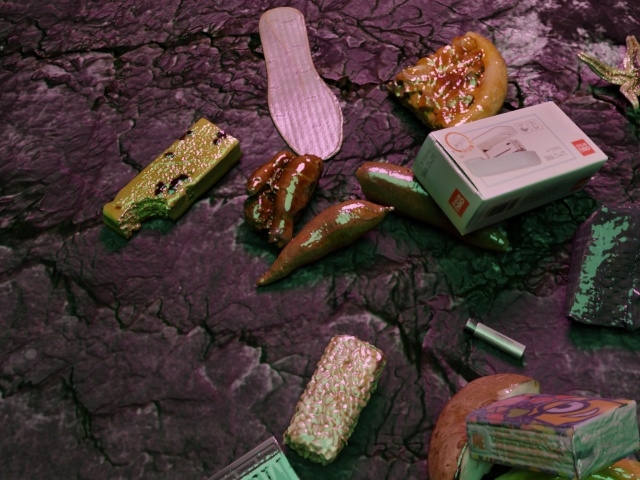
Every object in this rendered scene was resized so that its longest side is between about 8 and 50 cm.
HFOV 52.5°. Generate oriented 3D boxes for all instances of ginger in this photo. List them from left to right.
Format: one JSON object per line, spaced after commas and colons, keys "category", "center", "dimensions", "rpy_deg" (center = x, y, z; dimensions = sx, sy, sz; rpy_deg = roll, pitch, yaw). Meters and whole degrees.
{"category": "ginger", "center": [-0.065, -0.072, 0.968], "dimensions": [0.103, 0.073, 0.162], "rpy_deg": [18, 65, 11]}

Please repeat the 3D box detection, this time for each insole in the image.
{"category": "insole", "center": [-0.040, -0.276, 1.111], "dimensions": [0.118, 0.009, 0.349], "rpy_deg": [-12, 63, -4]}

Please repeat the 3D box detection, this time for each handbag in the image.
{"category": "handbag", "center": [0.469, 0.043, 0.900], "dimensions": [0.270, 0.089, 0.175], "rpy_deg": [2, 71, 3]}

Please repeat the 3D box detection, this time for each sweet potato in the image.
{"category": "sweet potato", "center": [-0.001, -0.005, 0.941], "dimensions": [0.226, 0.068, 0.068], "rpy_deg": [-30, 65, 1]}
{"category": "sweet potato", "center": [0.167, -0.055, 0.960], "dimensions": [0.243, 0.077, 0.077], "rpy_deg": [23, 65, 6]}

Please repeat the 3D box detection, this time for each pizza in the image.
{"category": "pizza", "center": [0.203, -0.256, 1.050], "dimensions": [0.197, 0.058, 0.292], "rpy_deg": [8, 52, 19]}

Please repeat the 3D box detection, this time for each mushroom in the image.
{"category": "mushroom", "center": [0.184, 0.236, 0.792], "dimensions": [0.210, 0.094, 0.072], "rpy_deg": [-45, 108, -22]}

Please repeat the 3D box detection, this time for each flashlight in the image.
{"category": "flashlight", "center": [0.236, 0.133, 0.884], "dimensions": [0.083, 0.018, 0.018], "rpy_deg": [27, 66, 14]}

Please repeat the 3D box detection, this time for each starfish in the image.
{"category": "starfish", "center": [0.529, -0.275, 1.077], "dimensions": [0.223, 0.050, 0.217], "rpy_deg": [19, 57, -2]}

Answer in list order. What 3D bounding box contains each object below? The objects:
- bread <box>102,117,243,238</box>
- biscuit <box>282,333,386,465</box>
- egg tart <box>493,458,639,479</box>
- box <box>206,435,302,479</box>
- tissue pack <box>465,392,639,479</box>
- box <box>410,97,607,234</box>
{"category": "bread", "center": [-0.225, -0.090, 0.994], "dimensions": [0.088, 0.049, 0.226], "rpy_deg": [35, 69, 18]}
{"category": "biscuit", "center": [0.020, 0.200, 0.825], "dimensions": [0.082, 0.070, 0.169], "rpy_deg": [26, 64, 7]}
{"category": "egg tart", "center": [0.278, 0.398, 0.679], "dimensions": [0.345, 0.132, 0.346], "rpy_deg": [-1, 61, 1]}
{"category": "box", "center": [-0.099, 0.333, 0.776], "dimensions": [0.177, 0.036, 0.115], "rpy_deg": [-30, 66, -14]}
{"category": "tissue pack", "center": [0.246, 0.206, 0.696], "dimensions": [0.108, 0.148, 0.060], "rpy_deg": [-7, 86, -33]}
{"category": "box", "center": [0.274, -0.113, 0.937], "dimensions": [0.269, 0.079, 0.135], "rpy_deg": [-18, 61, -29]}
